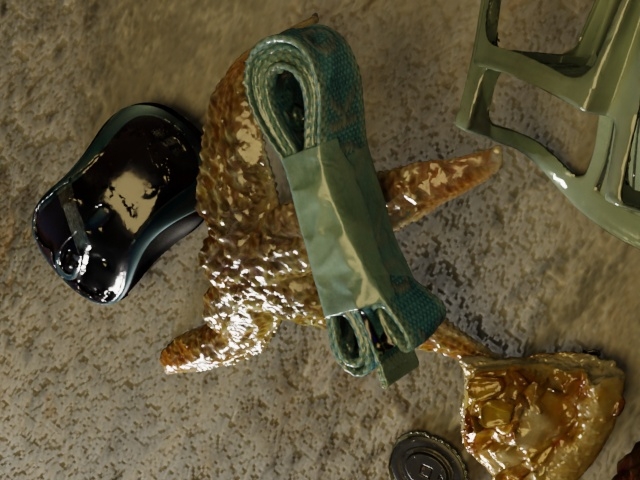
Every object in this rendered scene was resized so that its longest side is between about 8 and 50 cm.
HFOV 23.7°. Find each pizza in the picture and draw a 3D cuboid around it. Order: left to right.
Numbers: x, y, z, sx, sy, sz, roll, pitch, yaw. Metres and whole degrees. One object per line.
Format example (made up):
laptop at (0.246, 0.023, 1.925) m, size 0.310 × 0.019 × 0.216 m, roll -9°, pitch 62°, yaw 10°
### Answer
pizza at (0.185, 0.157, 1.376) m, size 0.161 × 0.062 × 0.182 m, roll 40°, pitch 119°, yaw -9°

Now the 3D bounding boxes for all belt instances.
belt at (0.020, -0.028, 1.252) m, size 0.087 × 0.072 × 0.302 m, roll -15°, pitch 98°, yaw 31°

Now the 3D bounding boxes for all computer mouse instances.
computer mouse at (-0.201, -0.030, 1.525) m, size 0.137 × 0.096 × 0.233 m, roll 44°, pitch 117°, yaw 10°

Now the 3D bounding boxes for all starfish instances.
starfish at (-0.005, 0.003, 1.402) m, size 0.384 × 0.132 × 0.398 m, roll 9°, pitch 119°, yaw 19°

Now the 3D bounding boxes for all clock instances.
clock at (0.105, 0.223, 1.482) m, size 0.083 × 0.010 × 0.074 m, roll 23°, pitch 112°, yaw 21°

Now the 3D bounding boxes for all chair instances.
chair at (0.232, -0.126, 1.225) m, size 0.203 × 0.191 × 0.274 m, roll 36°, pitch 115°, yaw 48°

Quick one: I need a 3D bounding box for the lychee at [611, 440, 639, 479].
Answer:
lychee at (0.349, 0.269, 1.254) m, size 0.236 × 0.236 × 0.271 m, roll -56°, pitch 51°, yaw 27°
